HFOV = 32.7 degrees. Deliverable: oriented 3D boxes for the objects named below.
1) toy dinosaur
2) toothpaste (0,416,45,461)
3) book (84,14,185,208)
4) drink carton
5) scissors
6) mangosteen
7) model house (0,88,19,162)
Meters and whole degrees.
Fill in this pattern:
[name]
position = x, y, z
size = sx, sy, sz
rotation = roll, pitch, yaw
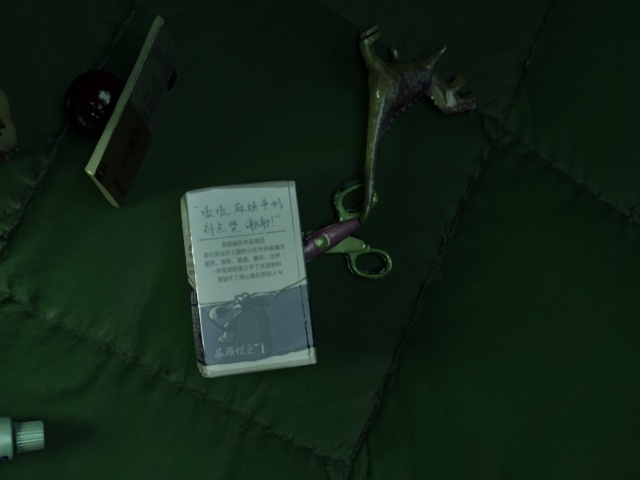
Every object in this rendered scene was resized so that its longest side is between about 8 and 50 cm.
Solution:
[toy dinosaur]
position = 0.096, -0.177, 1.418
size = 0.251, 0.072, 0.199
rotation = -46, 114, -35
[toothpaste]
position = -0.450, 0.226, 1.174
size = 0.297, 0.048, 0.074
rotation = -4, 87, -20
[book]
position = -0.210, -0.144, 1.255
size = 0.016, 0.138, 0.198
rotation = 20, 78, 7
[drink carton]
position = -0.088, 0.043, 1.299
size = 0.134, 0.102, 0.222
rotation = -6, 89, -11
[scissors]
position = 0.000, 0.000, 1.394
size = 0.187, 0.020, 0.133
rotation = -14, 89, -22
[mangosteen]
position = -0.258, -0.159, 1.267
size = 0.081, 0.081, 0.080
rotation = 2, 86, -23
[model house]
position = -0.499, -0.227, 0.968
size = 0.395, 0.445, 0.399
rotation = -12, 93, -22
